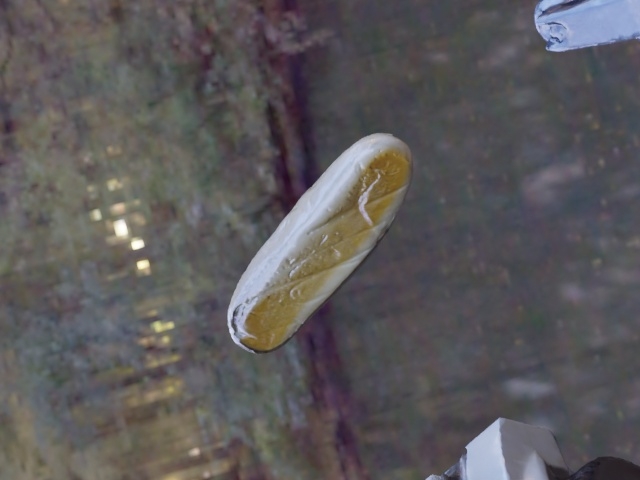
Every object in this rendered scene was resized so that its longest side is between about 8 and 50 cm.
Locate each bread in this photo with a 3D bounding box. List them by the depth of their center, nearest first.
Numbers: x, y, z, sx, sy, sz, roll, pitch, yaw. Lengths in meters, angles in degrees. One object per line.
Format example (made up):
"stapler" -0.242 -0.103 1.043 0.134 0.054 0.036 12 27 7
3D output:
"bread" 0.000 0.001 1.031 0.073 0.214 0.053 29 -158 -24

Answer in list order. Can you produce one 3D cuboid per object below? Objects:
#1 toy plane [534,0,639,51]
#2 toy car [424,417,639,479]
"toy plane" 0.082 -0.164 0.466 0.103 0.204 0.316 1 125 36
"toy car" 0.073 0.213 0.431 0.193 0.118 0.301 -45 42 31
